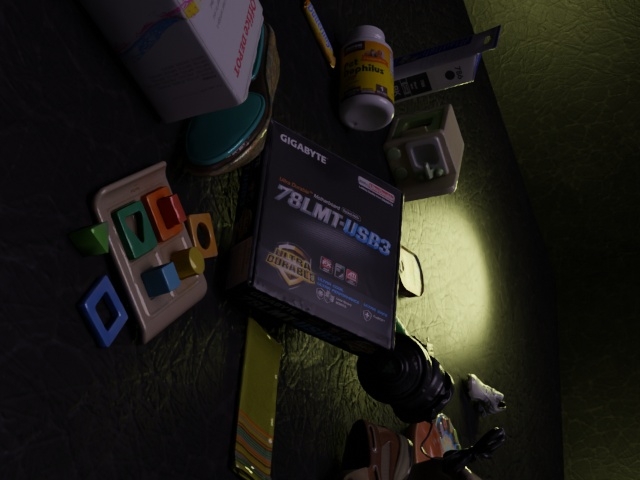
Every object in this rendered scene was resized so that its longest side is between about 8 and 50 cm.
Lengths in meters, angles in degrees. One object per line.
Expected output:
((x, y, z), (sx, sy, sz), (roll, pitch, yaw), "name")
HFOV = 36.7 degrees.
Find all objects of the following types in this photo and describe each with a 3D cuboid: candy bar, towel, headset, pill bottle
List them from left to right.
((-0.090, 0.237, 1.404), (0.102, 0.021, 0.237), (54, 32, -49), "towel")
((-0.003, -0.424, 1.969), (0.040, 0.018, 0.161), (-80, 151, -44), "candy bar")
((0.097, -0.347, 2.044), (0.117, 0.117, 0.215), (49, 36, -53), "pill bottle")
((0.186, 0.247, 1.792), (0.243, 0.185, 0.394), (45, 17, -53), "headset")

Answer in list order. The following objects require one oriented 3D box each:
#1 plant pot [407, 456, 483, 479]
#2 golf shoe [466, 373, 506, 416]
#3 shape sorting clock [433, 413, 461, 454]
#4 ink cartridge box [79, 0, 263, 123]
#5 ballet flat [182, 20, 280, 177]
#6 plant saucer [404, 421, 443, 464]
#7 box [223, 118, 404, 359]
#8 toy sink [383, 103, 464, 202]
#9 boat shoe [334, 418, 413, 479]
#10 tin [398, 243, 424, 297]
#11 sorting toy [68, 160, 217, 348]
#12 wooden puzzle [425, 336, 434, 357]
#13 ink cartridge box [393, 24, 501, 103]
((0.259, 0.570, 1.776), (0.305, 0.333, 0.334), (49, 35, -34), "plant pot")
((0.446, 0.409, 2.601), (0.176, 0.086, 0.069), (54, 34, -45), "golf shoe")
((0.301, 0.504, 2.242), (0.206, 0.040, 0.206), (-11, 90, -69), "shape sorting clock")
((-0.204, -0.340, 1.254), (0.306, 0.131, 0.226), (61, 27, -42), "ink cartridge box")
((-0.119, -0.192, 1.434), (0.123, 0.123, 0.349), (59, 28, -42), "ballet flat")
((0.220, 0.469, 2.057), (0.200, 0.037, 0.200), (-11, 90, -68), "plant saucer")
((0.000, 0.000, 1.510), (0.295, 0.073, 0.293), (28, 56, -33), "box")
((0.244, -0.213, 2.309), (0.234, 0.152, 0.131), (-68, 141, -53), "toy sink")
((0.066, 0.432, 1.603), (0.120, 0.122, 0.324), (38, 33, -15), "boat shoe")
((0.191, 0.072, 2.187), (0.189, 0.040, 0.106), (30, 48, -63), "tin")
((-0.198, 0.008, 1.208), (0.347, 0.047, 0.196), (-43, 120, -66), "sorting toy")
((0.261, 0.272, 2.303), (0.049, 0.006, 0.083), (21, 60, -66), "wooden puzzle")
((0.246, -0.380, 2.142), (0.065, 0.332, 0.165), (66, 25, -22), "ink cartridge box")
